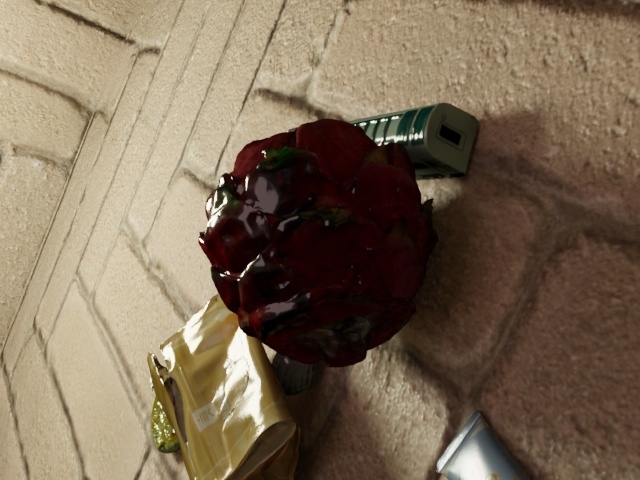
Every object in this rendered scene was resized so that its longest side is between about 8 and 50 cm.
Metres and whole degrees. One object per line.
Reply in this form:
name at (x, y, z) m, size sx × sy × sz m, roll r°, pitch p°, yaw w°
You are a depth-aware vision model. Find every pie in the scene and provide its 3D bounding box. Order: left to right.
pie at (-0.275, 0.321, 1.546) m, size 0.187 × 0.041 × 0.187 m, roll -34°, pitch 46°, yaw 44°

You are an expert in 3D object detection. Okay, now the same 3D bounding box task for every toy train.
toy train at (0.066, -0.140, 1.222) m, size 0.407 × 0.088 × 0.086 m, roll 1°, pitch 75°, yaw 59°

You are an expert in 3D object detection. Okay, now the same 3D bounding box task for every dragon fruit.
dragon fruit at (-0.002, -0.001, 1.040) m, size 0.329 × 0.329 × 0.329 m, roll -34°, pitch 47°, yaw 45°

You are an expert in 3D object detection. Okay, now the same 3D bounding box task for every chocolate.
chocolate at (-0.025, 0.159, 1.217) m, size 0.072 × 0.072 × 0.167 m, roll 26°, pitch 93°, yaw 59°

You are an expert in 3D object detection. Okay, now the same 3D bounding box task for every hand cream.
hand cream at (0.199, 0.277, 0.827) m, size 0.088 × 0.055 × 0.256 m, roll -59°, pitch 26°, yaw 10°

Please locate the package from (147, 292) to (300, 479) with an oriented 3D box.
package at (-0.157, 0.251, 1.216) m, size 0.311 × 0.165 × 0.221 m, roll -121°, pitch 30°, yaw -49°
